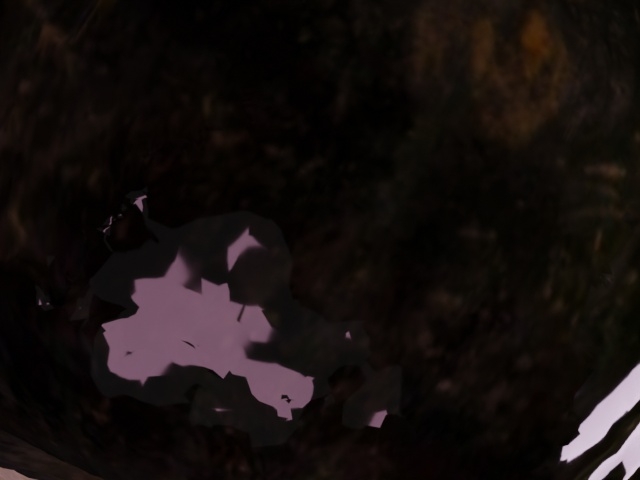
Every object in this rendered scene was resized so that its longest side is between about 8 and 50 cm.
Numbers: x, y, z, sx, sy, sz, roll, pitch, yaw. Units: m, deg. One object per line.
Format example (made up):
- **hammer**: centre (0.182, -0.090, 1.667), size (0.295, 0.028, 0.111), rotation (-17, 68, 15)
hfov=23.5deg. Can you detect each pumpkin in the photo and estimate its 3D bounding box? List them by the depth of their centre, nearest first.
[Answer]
- **pumpkin**: centre (-0.014, -0.018, 0.728), size (0.454, 0.344, 0.454), rotation (22, 163, 7)
